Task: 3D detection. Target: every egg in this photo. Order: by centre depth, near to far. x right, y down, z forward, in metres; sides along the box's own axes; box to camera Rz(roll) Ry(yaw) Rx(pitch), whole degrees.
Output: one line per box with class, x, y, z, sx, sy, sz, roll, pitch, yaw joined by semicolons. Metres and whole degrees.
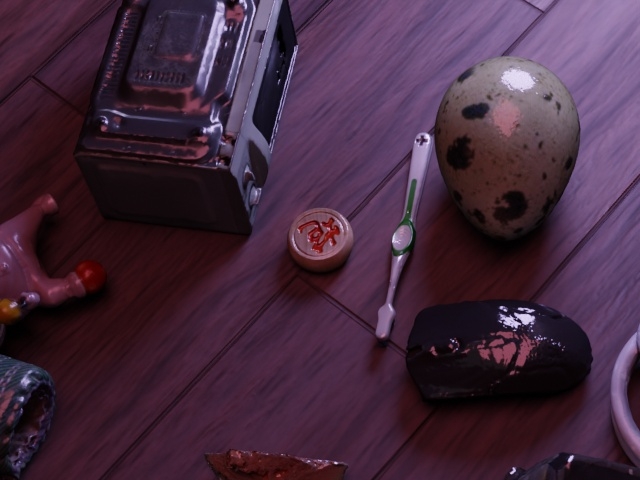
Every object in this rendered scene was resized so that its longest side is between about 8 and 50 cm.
egg;0.224;-0.111;1.790;0.177;0.177;0.228;3;75;10

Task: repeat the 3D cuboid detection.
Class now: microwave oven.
microwave oven;-0.166;-0.184;1.881;0.237;0.181;0.295;7;63;11

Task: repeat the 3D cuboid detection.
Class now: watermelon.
watermelon;-0.047;0.276;1.676;0.155;0.080;0.101;-2;69;-11

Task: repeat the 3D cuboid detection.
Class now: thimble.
thimble;-0.375;0.203;1.728;0.090;0.118;0.135;15;65;17

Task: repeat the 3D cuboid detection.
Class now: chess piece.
chess piece;0.000;0.000;1.836;0.083;0.038;0.084;-2;61;5

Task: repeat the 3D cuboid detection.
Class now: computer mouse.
computer mouse;0.206;0.128;1.716;0.217;0.073;0.122;-4;61;7

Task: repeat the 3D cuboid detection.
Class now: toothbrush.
toothbrush;0.104;-0.008;1.831;0.030;0.030;0.304;7;62;12

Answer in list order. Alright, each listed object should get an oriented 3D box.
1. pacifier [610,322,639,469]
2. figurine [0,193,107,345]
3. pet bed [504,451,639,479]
pacifier;0.434;0.138;1.586;0.244;0.233;0.300;-3;59;10
figurine;-0.414;0.052;1.794;0.287;0.186;0.176;-25;100;-24
pet bed;0.272;0.346;1.548;0.183;0.159;0.211;16;63;-13
